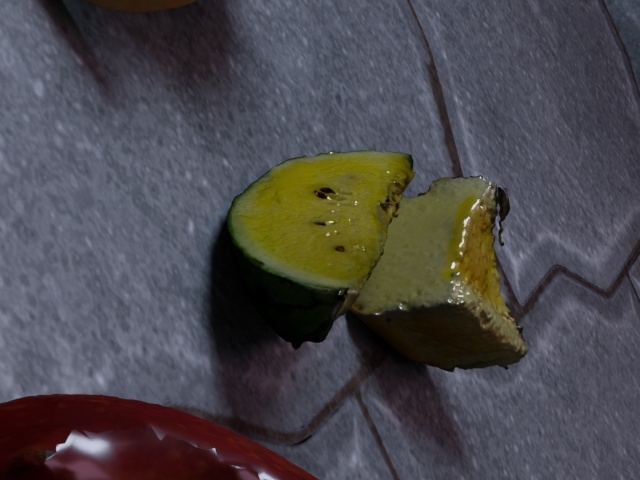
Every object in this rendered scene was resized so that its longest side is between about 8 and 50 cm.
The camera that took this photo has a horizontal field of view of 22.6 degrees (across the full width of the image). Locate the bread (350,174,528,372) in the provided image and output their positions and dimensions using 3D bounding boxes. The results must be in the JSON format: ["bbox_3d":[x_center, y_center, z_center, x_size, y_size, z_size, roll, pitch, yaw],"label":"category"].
[{"bbox_3d":[0.120,0.029,1.518,0.169,0.140,0.160,42,46,-50],"label":"bread"}]

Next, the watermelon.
[{"bbox_3d":[0.000,0.000,1.313,0.123,0.129,0.301,63,20,-16],"label":"watermelon"}]

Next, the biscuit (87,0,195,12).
[{"bbox_3d":[-0.151,-0.339,1.156,0.052,0.275,0.355,-96,176,-74],"label":"biscuit"}]

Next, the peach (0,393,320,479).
[{"bbox_3d":[-0.084,0.270,0.710,0.335,0.310,0.406,-43,100,-25],"label":"peach"}]
